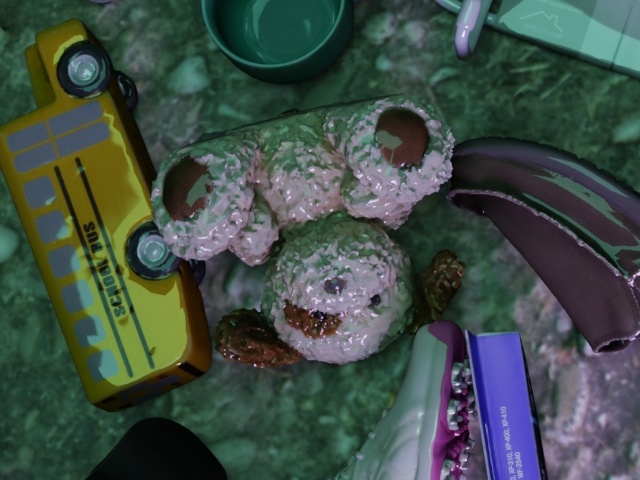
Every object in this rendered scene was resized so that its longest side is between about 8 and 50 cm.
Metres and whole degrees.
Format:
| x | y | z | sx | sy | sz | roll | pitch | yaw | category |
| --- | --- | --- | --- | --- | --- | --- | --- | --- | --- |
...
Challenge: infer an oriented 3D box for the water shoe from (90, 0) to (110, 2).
| x | y | z | sx | sy | sz | roll | pitch | yaw | category |
| --- | --- | --- | --- | --- | --- | --- | --- | --- | --- |
| -0.165 | -0.313 | 1.818 | 0.073 | 0.080 | 0.203 | 30 | 84 | 11 | water shoe |

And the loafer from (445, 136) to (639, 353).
| x | y | z | sx | sy | sz | roll | pitch | yaw | category |
| --- | --- | --- | --- | --- | --- | --- | --- | --- | --- |
| 0.256 | 0.031 | 1.670 | 0.366 | 0.134 | 0.130 | 29 | 84 | 12 | loafer |

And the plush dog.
| x | y | z | sx | sy | sz | roll | pitch | yaw | category |
| --- | --- | --- | --- | --- | --- | --- | --- | --- | --- |
| 0.000 | 0.000 | 1.705 | 0.262 | 0.210 | 0.225 | -14 | 97 | 1 | plush dog |

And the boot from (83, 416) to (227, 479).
| x | y | z | sx | sy | sz | roll | pitch | yaw | category |
| --- | --- | --- | --- | --- | --- | --- | --- | --- | --- |
| -0.221 | 0.290 | 1.678 | 0.096 | 0.264 | 0.280 | 44 | 114 | 0 | boot |

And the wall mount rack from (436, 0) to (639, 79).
| x | y | z | sx | sy | sz | roll | pitch | yaw | category |
| --- | --- | --- | --- | --- | --- | --- | --- | --- | --- |
| 0.268 | -0.275 | 1.730 | 0.350 | 0.130 | 0.304 | 19 | 82 | 10 | wall mount rack |

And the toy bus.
| x | y | z | sx | sy | sz | roll | pitch | yaw | category |
| --- | --- | --- | --- | --- | --- | --- | --- | --- | --- |
| -0.197 | -0.024 | 1.754 | 0.130 | 0.108 | 0.332 | -23 | 78 | 4 | toy bus |

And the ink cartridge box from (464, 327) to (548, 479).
| x | y | z | sx | sy | sz | roll | pitch | yaw | category |
| --- | --- | --- | --- | --- | --- | --- | --- | --- | --- |
| 0.162 | 0.182 | 1.616 | 0.045 | 0.208 | 0.206 | -10 | 78 | 9 | ink cartridge box |

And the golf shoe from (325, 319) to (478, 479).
| x | y | z | sx | sy | sz | roll | pitch | yaw | category |
| --- | --- | --- | --- | --- | --- | --- | --- | --- | --- |
| 0.053 | 0.214 | 1.667 | 0.140 | 0.115 | 0.306 | 9 | 87 | 18 | golf shoe |

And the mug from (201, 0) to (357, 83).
| x | y | z | sx | sy | sz | roll | pitch | yaw | category |
| --- | --- | --- | --- | --- | --- | --- | --- | --- | --- |
| -0.022 | -0.205 | 1.768 | 0.158 | 0.097 | 0.129 | 9 | 82 | 11 | mug |
